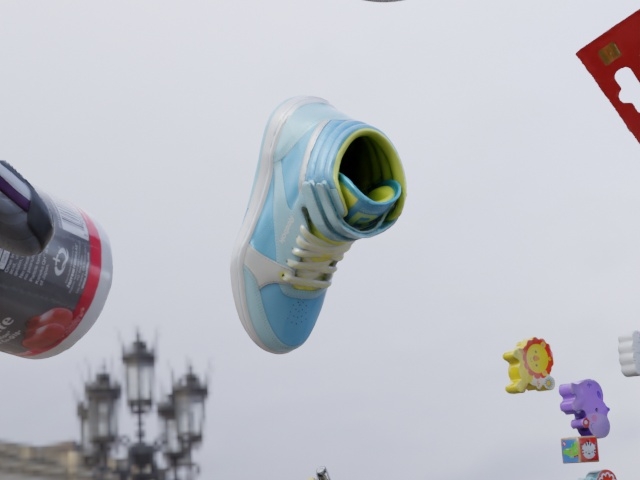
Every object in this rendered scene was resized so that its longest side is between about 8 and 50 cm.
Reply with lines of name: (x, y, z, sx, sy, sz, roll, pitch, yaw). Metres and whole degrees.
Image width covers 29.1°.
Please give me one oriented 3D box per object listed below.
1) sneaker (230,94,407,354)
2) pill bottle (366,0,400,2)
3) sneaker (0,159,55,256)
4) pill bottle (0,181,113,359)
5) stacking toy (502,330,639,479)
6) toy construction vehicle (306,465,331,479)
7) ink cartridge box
sneaker: (0.000, 0.000, 1.428, 0.127, 0.319, 0.208, 0, 13, -32)
pill bottle: (0.088, -0.349, 1.131, 0.181, 0.323, 0.181, 9, -59, 15)
sneaker: (-0.267, -0.033, 0.704, 0.224, 0.098, 0.083, 30, -28, -3)
pill bottle: (-0.369, 0.001, 1.214, 0.176, 0.176, 0.318, -16, -25, 28)
stacking toy: (0.233, 0.186, 1.055, 0.052, 0.221, 0.167, 4, -12, -30)
toy construction vehicle: (0.013, 0.240, 1.031, 0.035, 0.098, 0.086, -30, -67, 0)
ink cartridge box: (0.388, -0.184, 1.200, 0.225, 0.056, 0.181, -36, -49, 13)
